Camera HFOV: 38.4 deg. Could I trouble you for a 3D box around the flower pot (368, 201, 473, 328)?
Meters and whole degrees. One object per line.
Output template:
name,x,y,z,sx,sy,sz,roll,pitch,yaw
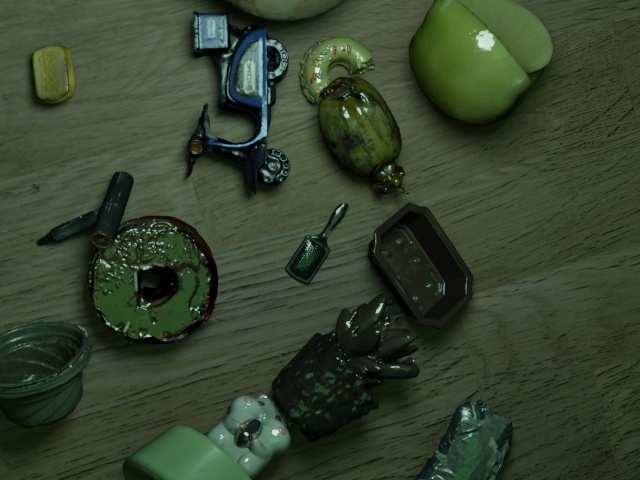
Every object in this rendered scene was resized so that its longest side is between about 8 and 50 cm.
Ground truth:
flower pot,0.198,0.058,1.937,0.179,0.084,0.251,-39,99,-28

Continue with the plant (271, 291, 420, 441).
plant,0.059,0.257,1.897,0.320,0.194,0.182,-36,112,-3

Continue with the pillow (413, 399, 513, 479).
pillow,0.290,0.507,1.991,0.161,0.092,0.335,34,87,-6

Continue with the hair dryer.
hair dryer,-0.470,-0.047,1.821,0.194,0.173,0.050,-12,133,23

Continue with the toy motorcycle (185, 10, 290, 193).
toy motorcycle,-0.168,-0.272,1.847,0.212,0.125,0.359,-1,91,-3

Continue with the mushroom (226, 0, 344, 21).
mushroom,-0.086,-0.573,1.790,0.362,0.295,0.363,6,61,-11

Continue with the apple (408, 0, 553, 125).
apple,0.308,-0.364,1.868,0.257,0.295,0.233,36,124,6

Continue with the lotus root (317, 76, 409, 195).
lotus root,0.093,-0.208,1.887,0.154,0.154,0.278,-38,116,-7

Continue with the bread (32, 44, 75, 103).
bread,-0.517,-0.323,1.800,0.082,0.056,0.115,-12,83,8

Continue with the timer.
timer,-0.184,0.438,1.832,0.315,0.290,0.291,-44,101,-30

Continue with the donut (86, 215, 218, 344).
donut,-0.332,0.078,1.838,0.269,0.103,0.270,-1,95,-10

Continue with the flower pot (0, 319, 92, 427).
flower pot,-0.544,0.265,1.766,0.235,0.235,0.141,-13,119,-11

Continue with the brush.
brush,0.000,0.000,1.942,0.063,0.016,0.193,34,87,-12

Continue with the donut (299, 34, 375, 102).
donut,0.027,-0.369,1.903,0.166,0.065,0.108,-31,98,-8
